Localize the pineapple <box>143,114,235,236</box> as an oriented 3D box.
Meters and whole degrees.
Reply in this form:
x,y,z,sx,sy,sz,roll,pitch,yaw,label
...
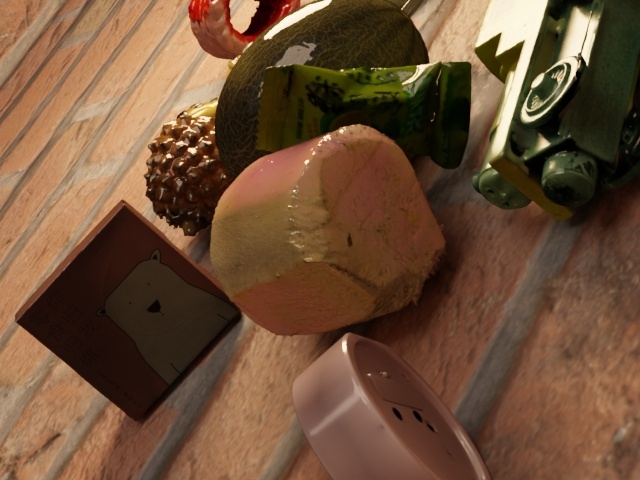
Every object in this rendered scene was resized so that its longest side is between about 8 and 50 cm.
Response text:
x,y,z,sx,sy,sz,roll,pitch,yaw,label
-0.185,-0.087,1.943,0.166,0.166,0.193,-25,50,37,pineapple

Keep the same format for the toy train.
x,y,z,sx,sy,sz,roll,pitch,yaw,label
0.257,-0.168,1.408,0.237,0.150,0.369,-30,30,48,toy train

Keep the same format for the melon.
x,y,z,sx,sy,sz,roll,pitch,yaw,label
0.005,-0.180,1.677,0.302,0.237,0.237,-45,26,7,melon

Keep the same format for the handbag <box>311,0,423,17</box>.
x,y,z,sx,sy,sz,roll,pitch,yaw,label
0.074,-0.357,2.007,0.256,0.079,0.219,-45,30,8,handbag

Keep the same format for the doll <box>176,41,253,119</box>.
x,y,z,sx,sy,sz,roll,pitch,yaw,label
-0.147,-0.238,2.156,0.291,0.086,0.117,-43,-3,5,doll

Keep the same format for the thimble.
x,y,z,sx,sy,sz,roll,pitch,yaw,label
-0.136,-0.407,2.283,0.189,0.163,0.125,-55,26,-15,thimble

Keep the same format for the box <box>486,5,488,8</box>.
x,y,z,sx,sy,sz,roll,pitch,yaw,label
0.287,-0.371,1.763,0.089,0.022,0.156,-6,47,52,box

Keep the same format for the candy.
x,y,z,sx,sy,sz,roll,pitch,yaw,label
0.049,-0.152,1.513,0.246,0.149,0.069,0,44,-4,candy

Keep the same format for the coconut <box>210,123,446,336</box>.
x,y,z,sx,sy,sz,roll,pitch,yaw,label
0.000,0.000,1.472,0.245,0.233,0.233,-21,36,53,coconut

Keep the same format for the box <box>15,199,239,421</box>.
x,y,z,sx,sy,sz,roll,pitch,yaw,label
-0.254,0.090,1.728,0.215,0.215,0.086,-47,15,1,box

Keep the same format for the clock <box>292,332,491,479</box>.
x,y,z,sx,sy,sz,roll,pitch,yaw,label
0.065,0.176,1.151,0.068,0.197,0.197,-42,27,13,clock
